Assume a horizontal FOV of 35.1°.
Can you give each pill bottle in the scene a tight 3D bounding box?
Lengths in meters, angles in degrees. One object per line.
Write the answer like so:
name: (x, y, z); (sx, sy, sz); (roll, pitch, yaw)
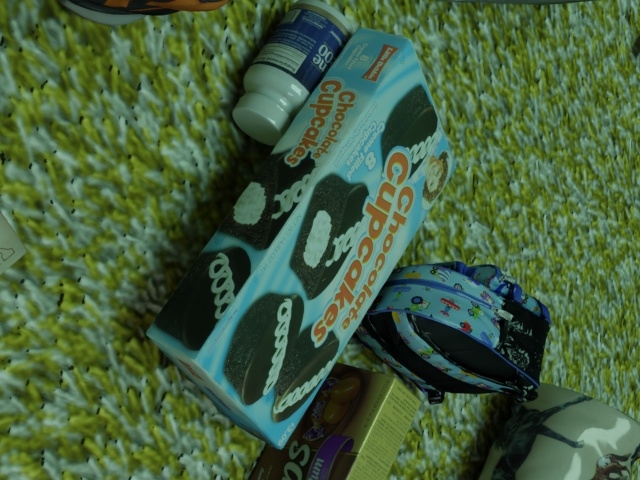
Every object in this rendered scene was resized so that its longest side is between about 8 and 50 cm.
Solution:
pill bottle: (-0.024, -0.142, 0.865); (0.067, 0.067, 0.120); (48, 63, -38)

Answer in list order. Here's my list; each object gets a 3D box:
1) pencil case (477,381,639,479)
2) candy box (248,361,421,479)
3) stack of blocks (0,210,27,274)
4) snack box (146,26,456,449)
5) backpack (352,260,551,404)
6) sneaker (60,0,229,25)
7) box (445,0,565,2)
pencil case: (0.235, 0.351, 1.124); (0.183, 0.160, 0.410); (37, 69, -24)
candy box: (0.001, 0.204, 0.909); (0.053, 0.109, 0.187); (46, 65, -38)
stack of blocks: (-0.337, 0.029, 0.561); (0.297, 0.087, 0.171); (-47, 125, -30)
snack box: (0.000, 0.000, 0.866); (0.322, 0.060, 0.187); (-57, 148, -18)
backpack: (0.119, 0.078, 0.986); (0.173, 0.158, 0.117); (33, 63, -30)
sneaker: (-0.175, -0.218, 0.623); (0.321, 0.180, 0.125); (3, 93, -45)
box: (0.282, -0.306, 1.013); (0.231, 0.262, 0.127); (-10, 102, -43)
